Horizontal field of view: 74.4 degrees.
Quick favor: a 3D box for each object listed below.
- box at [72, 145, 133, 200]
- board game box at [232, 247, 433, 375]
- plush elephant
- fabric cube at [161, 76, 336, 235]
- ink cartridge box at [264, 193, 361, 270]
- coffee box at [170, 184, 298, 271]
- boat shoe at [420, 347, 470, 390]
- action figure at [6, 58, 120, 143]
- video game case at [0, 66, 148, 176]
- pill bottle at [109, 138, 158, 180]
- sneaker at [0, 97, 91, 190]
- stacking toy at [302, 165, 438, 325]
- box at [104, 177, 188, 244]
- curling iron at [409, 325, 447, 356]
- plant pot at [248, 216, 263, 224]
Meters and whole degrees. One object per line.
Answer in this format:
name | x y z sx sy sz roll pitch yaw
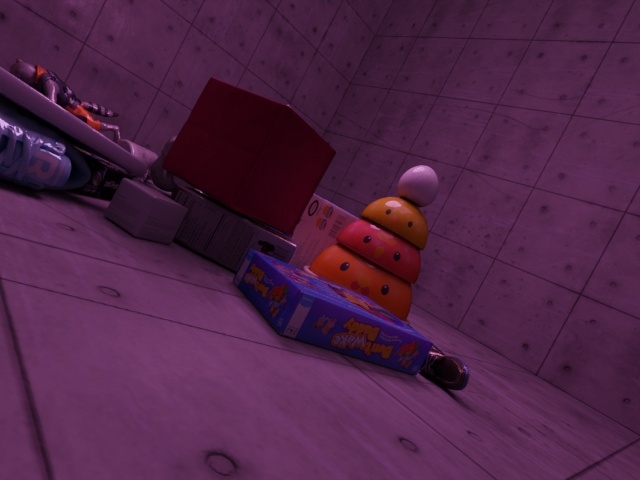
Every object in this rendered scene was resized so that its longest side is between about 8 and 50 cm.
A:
box | -0.564 -0.169 0.983 0.180 0.077 0.147 28 1 10
board game box | 0.025 0.142 0.842 0.347 0.078 0.233 26 2 -34
plush elephant | -0.526 -0.267 1.654 0.256 0.271 0.330 14 24 28
fabric cube | -0.168 -0.197 1.039 0.258 0.259 0.254 30 1 29
ink cartridge box | 0.000 0.000 1.478 0.396 0.269 0.151 27 0 -25
coffee box | -0.210 -0.008 1.001 0.297 0.118 0.168 27 2 -2
boat shoe | 0.242 0.267 0.902 0.066 0.066 0.183 22 -7 -15
action figure | -0.869 -0.464 1.403 0.341 0.178 0.330 30 -9 35
video game case | -0.547 -0.249 0.814 0.300 0.036 0.329 24 -8 24
pill bottle | -0.753 -0.323 1.770 0.131 0.131 0.229 28 2 22
sneaker | -0.497 -0.155 0.691 0.150 0.135 0.366 24 3 -4
stacking toy | 0.192 -0.010 1.245 0.351 0.479 0.350 27 1 -1
box | -0.348 -0.057 0.847 0.101 0.087 0.102 28 2 24
curling iron | 0.307 0.299 1.226 0.068 0.035 0.274 26 2 -29
plant pot | -0.249 -0.066 1.588 0.235 0.165 0.166 19 4 -15
